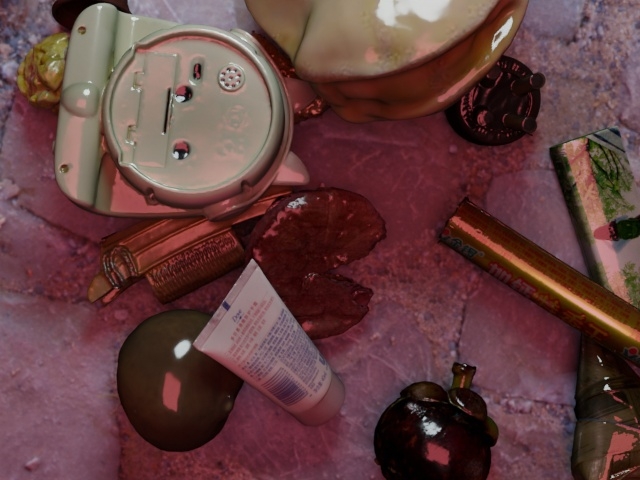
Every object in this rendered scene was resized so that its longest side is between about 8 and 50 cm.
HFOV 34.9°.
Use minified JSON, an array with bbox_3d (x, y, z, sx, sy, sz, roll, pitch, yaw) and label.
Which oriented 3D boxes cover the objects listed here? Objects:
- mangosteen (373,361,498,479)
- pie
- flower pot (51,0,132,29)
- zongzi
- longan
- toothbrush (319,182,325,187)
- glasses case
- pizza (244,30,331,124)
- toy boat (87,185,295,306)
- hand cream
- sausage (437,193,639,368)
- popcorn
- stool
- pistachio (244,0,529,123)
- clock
[{"bbox_3d":[0.164,0.274,1.375,0.184,0.172,0.172,-22,92,-23],"label":"mangosteen"},{"bbox_3d":[-0.007,0.029,1.372,0.204,0.054,0.218,15,107,-27],"label":"pie"},{"bbox_3d":[-0.303,-0.340,1.373,0.111,0.111,0.089,2,76,-4],"label":"flower pot"},{"bbox_3d":[0.462,0.230,1.423,0.221,0.112,0.242,5,79,-7],"label":"zongzi"},{"bbox_3d":[-0.186,0.182,1.346,0.189,0.189,0.189,0,90,-4],"label":"longan"},{"bbox_3d":[0.000,0.000,1.433,0.017,0.014,0.162,5,89,-23],"label":"toothbrush"},{"bbox_3d":[0.411,-0.018,1.435,0.095,0.062,0.272,-19,92,-3],"label":"glasses case"},{"bbox_3d":[-0.106,-0.209,1.398,0.226,0.069,0.147,-14,83,-3],"label":"pizza"},{"bbox_3d":[-0.171,0.006,1.382,0.310,0.089,0.115,-24,83,-3],"label":"toy boat"},{"bbox_3d":[-0.063,0.151,1.331,0.133,0.083,0.248,-56,131,-23],"label":"hand cream"},{"bbox_3d":[0.333,0.071,1.389,0.372,0.082,0.082,34,88,8],"label":"sausage"},{"bbox_3d":[-0.359,-0.225,1.376,0.097,0.089,0.109,-11,72,36],"label":"popcorn"},{"bbox_3d":[0.218,-0.210,1.396,0.217,0.121,0.125,39,89,-8],"label":"stool"},{"bbox_3d":[0.080,-0.345,1.276,0.365,0.281,0.445,-15,57,19],"label":"pistachio"},{"bbox_3d":[-0.166,-0.157,1.302,0.324,0.108,0.265,5,82,-2],"label":"clock"}]
